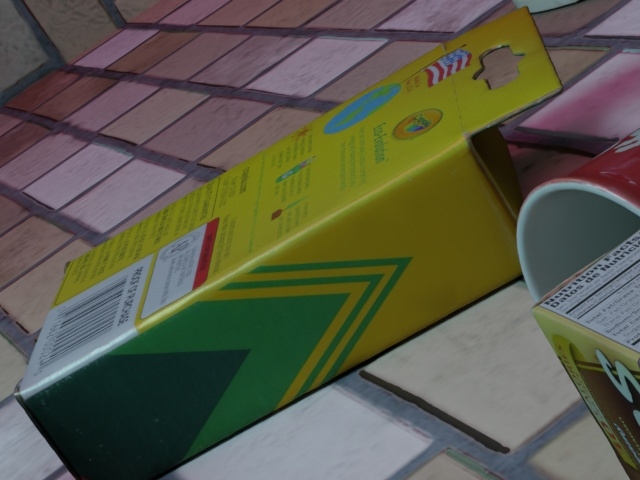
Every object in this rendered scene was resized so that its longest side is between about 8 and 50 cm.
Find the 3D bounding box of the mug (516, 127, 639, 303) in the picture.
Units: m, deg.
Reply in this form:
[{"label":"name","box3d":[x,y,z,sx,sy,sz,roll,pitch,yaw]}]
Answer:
[{"label":"mug","box3d":[0.164,-0.019,0.724,0.169,0.113,0.150,-36,18,-24]}]

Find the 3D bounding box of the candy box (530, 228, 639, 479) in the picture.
[{"label":"candy box","box3d":[0.137,0.065,0.525,0.053,0.109,0.186,-34,15,-7]}]

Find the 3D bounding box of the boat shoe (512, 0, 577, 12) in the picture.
[{"label":"boat shoe","box3d":[0.231,-0.241,1.272,0.116,0.097,0.324,-43,19,-32]}]

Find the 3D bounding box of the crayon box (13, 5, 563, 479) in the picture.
[{"label":"crayon box","box3d":[0.000,0.000,1.023,0.318,0.081,0.202,-30,16,11]}]
